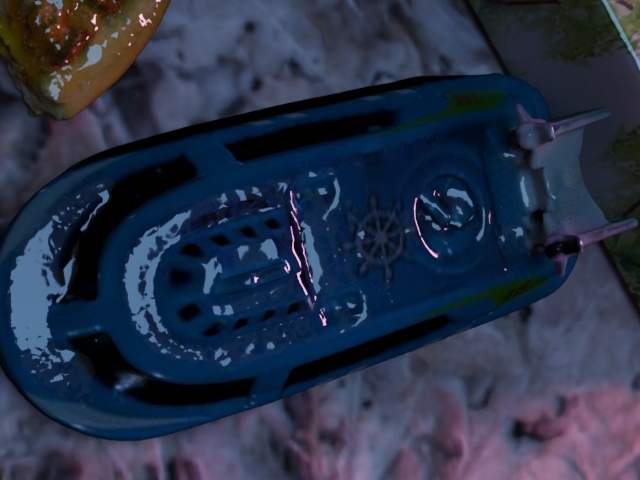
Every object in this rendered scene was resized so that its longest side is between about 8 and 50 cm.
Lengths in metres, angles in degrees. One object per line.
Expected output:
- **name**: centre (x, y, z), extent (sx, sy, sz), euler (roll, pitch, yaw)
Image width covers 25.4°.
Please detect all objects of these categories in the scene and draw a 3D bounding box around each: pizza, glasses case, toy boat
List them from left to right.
- **pizza**: centre (-0.121, -0.142, 0.633), extent (0.134, 0.046, 0.175), euler (8, 81, -23)
- **toy boat**: centre (0.000, 0.000, 0.648), extent (0.299, 0.092, 0.134), euler (-18, 94, -25)
- **glasses case**: centre (0.165, -0.064, 0.724), extent (0.062, 0.095, 0.272), euler (-34, 98, -28)
